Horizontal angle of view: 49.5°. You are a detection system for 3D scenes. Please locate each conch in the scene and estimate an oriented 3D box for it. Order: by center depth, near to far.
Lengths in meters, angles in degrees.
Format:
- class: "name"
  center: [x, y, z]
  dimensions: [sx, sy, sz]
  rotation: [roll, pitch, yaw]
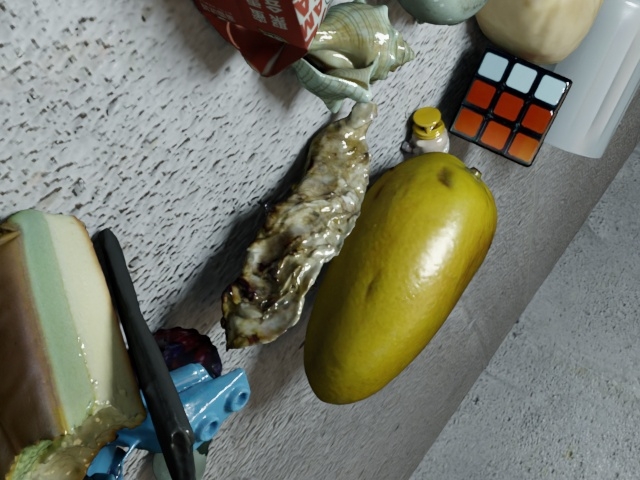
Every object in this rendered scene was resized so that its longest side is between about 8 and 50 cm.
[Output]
- class: "conch"
  center: [0.022, -0.211, 0.830]
  dimensions: [0.233, 0.137, 0.114]
  rotation: [-31, 169, -28]

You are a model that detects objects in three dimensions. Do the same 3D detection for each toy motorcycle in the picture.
- class: "toy motorcycle"
  center: [-0.236, 0.268, 0.747]
  dimensions: [0.416, 0.232, 0.172]
  rotation: [-41, 142, -33]

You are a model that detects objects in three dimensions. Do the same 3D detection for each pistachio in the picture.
- class: "pistachio"
  center: [0.364, -0.397, 1.159]
  dimensions: [0.318, 0.213, 0.194]
  rotation: [45, 34, -69]

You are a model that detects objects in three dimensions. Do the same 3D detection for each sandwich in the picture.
- class: "sandwich"
  center: [-0.244, 0.105, 0.625]
  dimensions: [0.220, 0.186, 0.108]
  rotation: [-63, 155, 6]

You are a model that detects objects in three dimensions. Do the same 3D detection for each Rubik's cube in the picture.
- class: "Rubik's cube"
  center: [0.331, -0.236, 1.234]
  dimensions: [0.161, 0.163, 0.162]
  rotation: [-67, 169, 14]

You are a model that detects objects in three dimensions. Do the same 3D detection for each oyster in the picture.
- class: "oyster"
  center: [-0.038, -0.007, 0.932]
  dimensions: [0.396, 0.110, 0.204]
  rotation: [-62, -171, -30]

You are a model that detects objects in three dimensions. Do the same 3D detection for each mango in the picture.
- class: "mango"
  center: [0.112, 0.058, 1.110]
  dimensions: [0.445, 0.220, 0.301]
  rotation: [-55, -178, -9]

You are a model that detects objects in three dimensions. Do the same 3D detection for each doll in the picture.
- class: "doll"
  center: [0.181, -0.167, 1.203]
  dimensions: [0.084, 0.073, 0.127]
  rotation: [-21, 141, -1]

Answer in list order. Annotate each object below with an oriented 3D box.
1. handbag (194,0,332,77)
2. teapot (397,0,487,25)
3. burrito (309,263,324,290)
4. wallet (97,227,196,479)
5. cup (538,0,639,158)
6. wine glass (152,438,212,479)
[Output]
- class: "handbag"
  center: [-0.036, -0.291, 0.621]
  dimensions: [0.171, 0.151, 0.298]
  rotation: [-58, 157, -14]
- class: "teapot"
  center: [0.160, -0.379, 0.888]
  dimensions: [0.193, 0.129, 0.294]
  rotation: [-51, 149, -16]
- class: "burrito"
  center: [0.000, 0.000, 1.089]
  dimensions: [0.045, 0.041, 0.186]
  rotation: [18, 106, -19]
- class: "wallet"
  center: [-0.170, 0.119, 0.682]
  dimensions: [0.030, 0.285, 0.146]
  rotation: [-19, 136, -17]
- class: "cup"
  center: [0.537, -0.374, 1.441]
  dimensions: [0.323, 0.236, 0.327]
  rotation: [-71, 180, -69]
- class: "wine glass"
  center: [-0.220, 0.360, 1.032]
  dimensions: [0.079, 0.079, 0.196]
  rotation: [-10, 126, -56]
